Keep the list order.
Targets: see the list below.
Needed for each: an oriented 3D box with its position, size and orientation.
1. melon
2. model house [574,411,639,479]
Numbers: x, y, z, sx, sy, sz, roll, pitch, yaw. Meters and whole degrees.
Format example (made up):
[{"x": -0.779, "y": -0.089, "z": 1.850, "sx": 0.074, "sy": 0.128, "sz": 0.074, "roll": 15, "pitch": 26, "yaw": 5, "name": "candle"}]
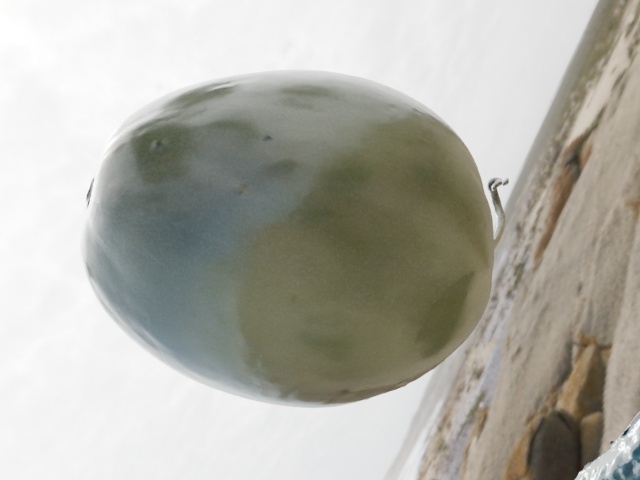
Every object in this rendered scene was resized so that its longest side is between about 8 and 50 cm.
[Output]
[{"x": -0.016, "y": -0.002, "z": 0.514, "sx": 0.272, "sy": 0.308, "sz": 0.271, "roll": 10, "pitch": -90, "yaw": -80, "name": "melon"}, {"x": 0.321, "y": 0.252, "z": 0.444, "sx": 0.253, "sy": 0.184, "sz": 0.291, "roll": -47, "pitch": 24, "yaw": 21, "name": "model house"}]
